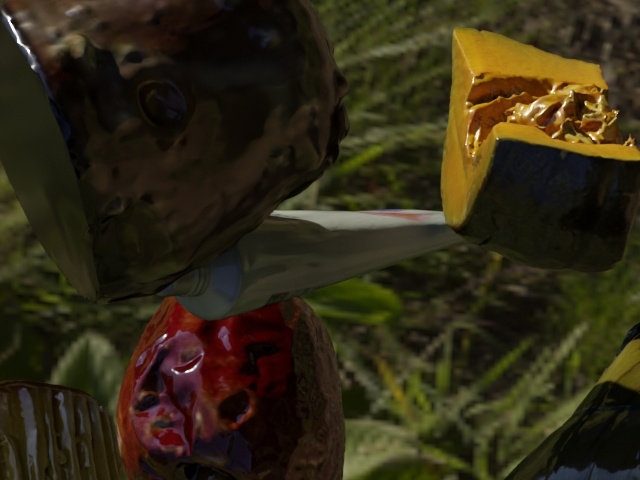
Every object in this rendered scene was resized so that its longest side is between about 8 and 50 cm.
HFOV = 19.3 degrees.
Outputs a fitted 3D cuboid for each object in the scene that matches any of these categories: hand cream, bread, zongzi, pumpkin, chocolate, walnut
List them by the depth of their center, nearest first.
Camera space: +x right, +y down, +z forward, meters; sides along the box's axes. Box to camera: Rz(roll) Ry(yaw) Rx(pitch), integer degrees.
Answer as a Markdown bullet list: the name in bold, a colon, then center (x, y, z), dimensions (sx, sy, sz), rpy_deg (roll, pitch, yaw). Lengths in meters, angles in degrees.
- **bread**: center (-0.166, 0.140, 0.917), dimensions (0.190, 0.132, 0.114), rpy_deg (120, 141, -49)
- **zongzi**: center (0.204, 0.194, 1.215), dimensions (0.289, 0.123, 0.260), rpy_deg (-45, 18, -8)
- **chocolate**: center (-0.104, -0.103, 1.249), dimensions (0.340, 0.210, 0.225), rpy_deg (29, 140, 68)
- **hand cream**: center (0.000, 0.000, 1.427), dimensions (0.124, 0.340, 0.078), rpy_deg (3, 101, 41)
- **pumpkin**: center (0.160, -0.061, 1.428), dimensions (0.248, 0.130, 0.126), rpy_deg (-87, 3, -63)
- **walnut**: center (-0.082, 0.167, 1.769), dimensions (0.244, 0.221, 0.269), rpy_deg (116, 172, -47)
